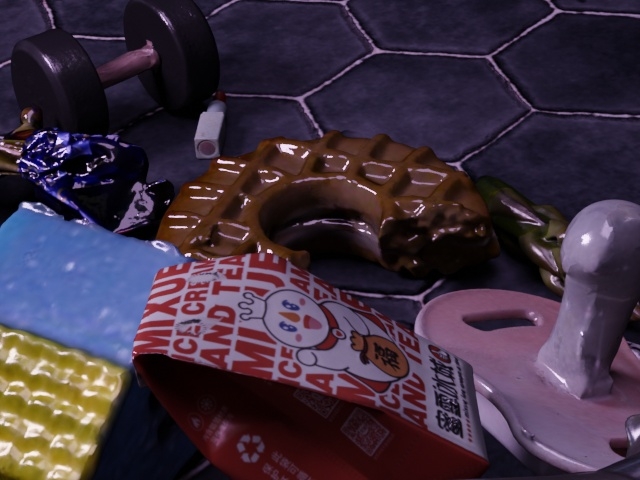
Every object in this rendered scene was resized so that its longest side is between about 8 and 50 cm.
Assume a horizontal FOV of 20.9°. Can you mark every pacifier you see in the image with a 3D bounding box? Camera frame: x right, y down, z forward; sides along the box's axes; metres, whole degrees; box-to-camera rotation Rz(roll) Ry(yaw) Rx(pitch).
[{"bbox_3d":[0.234,0.110,1.562,0.220,0.273,0.332,-35,43,-12],"label":"pacifier"}]

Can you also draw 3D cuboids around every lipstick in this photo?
[{"bbox_3d":[-0.128,-0.146,2.104,0.030,0.030,0.129,0,36,6],"label":"lipstick"}]

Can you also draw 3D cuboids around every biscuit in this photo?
[{"bbox_3d":[-0.017,-0.006,1.829,0.366,0.115,0.268,-19,38,-22],"label":"biscuit"}]

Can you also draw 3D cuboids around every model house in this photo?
[{"bbox_3d":[-0.235,0.141,1.570,0.237,0.216,0.303,16,44,24],"label":"model house"}]

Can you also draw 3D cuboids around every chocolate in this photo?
[{"bbox_3d":[-0.328,-0.088,1.961,0.343,0.126,0.148,8,61,13],"label":"chocolate"}]

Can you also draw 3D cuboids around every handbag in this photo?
[{"bbox_3d":[-0.018,0.125,1.425,0.298,0.151,0.171,31,23,-16],"label":"handbag"}]

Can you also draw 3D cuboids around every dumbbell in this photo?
[{"bbox_3d":[-0.246,-0.203,2.092,0.218,0.153,0.152,-26,41,-27],"label":"dumbbell"}]

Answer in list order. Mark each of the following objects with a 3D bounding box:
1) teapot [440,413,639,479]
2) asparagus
[{"bbox_3d":[0.208,0.314,1.247,0.361,0.305,0.376,-18,65,-29],"label":"teapot"},{"bbox_3d":[0.254,0.016,1.807,0.080,0.080,0.287,-21,33,-22],"label":"asparagus"}]
